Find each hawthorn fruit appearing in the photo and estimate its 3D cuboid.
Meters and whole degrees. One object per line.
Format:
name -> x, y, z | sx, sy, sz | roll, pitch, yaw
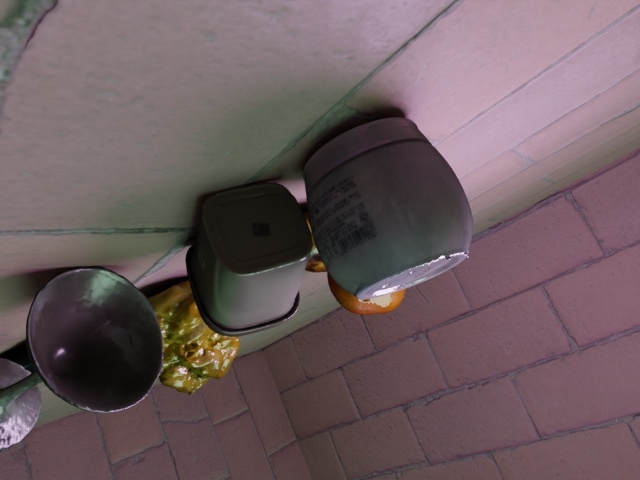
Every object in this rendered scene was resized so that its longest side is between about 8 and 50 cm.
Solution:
hawthorn fruit -> 0.139, 0.099, 1.462 | 0.276, 0.277, 0.298 | -30, 145, 22

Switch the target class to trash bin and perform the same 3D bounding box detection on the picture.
trash bin -> -0.132, 0.034, 0.861 | 0.219, 0.220, 0.250 | -16, 157, -25

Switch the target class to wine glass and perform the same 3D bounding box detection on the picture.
wine glass -> -0.529, 0.255, 0.873 | 0.405, 0.267, 0.267 | -30, 165, 24

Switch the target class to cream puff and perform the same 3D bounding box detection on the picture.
cream puff -> -0.330, 0.252, 1.187 | 0.324, 0.257, 0.291 | -30, 174, -3

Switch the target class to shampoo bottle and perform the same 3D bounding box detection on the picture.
shampoo bottle -> 0.114, -0.053, 0.806 | 0.272, 0.267, 0.273 | -18, 166, -5

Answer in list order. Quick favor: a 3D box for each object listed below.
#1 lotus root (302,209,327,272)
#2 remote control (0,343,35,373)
lotus root -> 0.000, 0.000, 1.074 | 0.169, 0.142, 0.314 | -34, 161, 20
remote control -> -0.665, 0.271, 1.128 | 0.398, 0.062, 0.144 | -28, 166, 13
